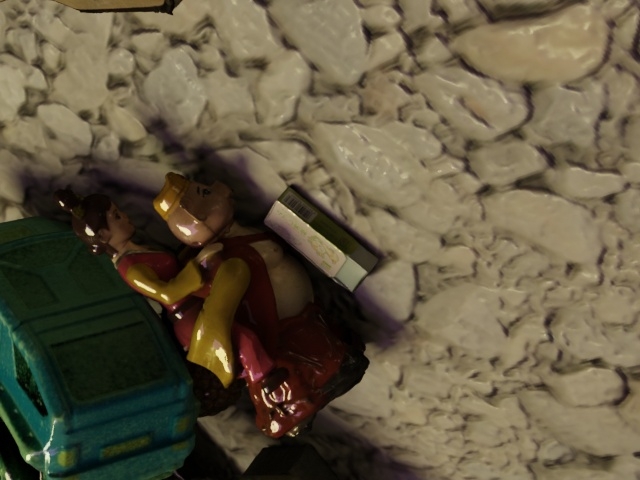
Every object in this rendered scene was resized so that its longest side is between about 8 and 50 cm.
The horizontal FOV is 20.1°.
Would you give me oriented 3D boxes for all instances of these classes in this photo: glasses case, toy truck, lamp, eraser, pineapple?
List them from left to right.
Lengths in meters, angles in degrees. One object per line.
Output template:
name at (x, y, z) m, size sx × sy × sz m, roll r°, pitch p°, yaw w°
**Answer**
toy truck at (-0.210, 0.085, 1.412) m, size 0.279 × 0.155 × 0.156 m, roll 49°, pitch 142°, yaw 41°
pineapple at (-0.104, 0.070, 1.443) m, size 0.074 × 0.074 × 0.159 m, roll 21°, pitch 141°, yaw 28°
lamp at (-0.075, 0.029, 1.324) m, size 0.253 × 0.118 × 0.118 m, roll 49°, pitch 148°, yaw -7°
eraser at (0.000, 0.000, 1.287) m, size 0.083 × 0.019 × 0.038 m, roll 38°, pitch 147°, yaw 2°
glasses case at (0.018, 0.265, 1.576) m, size 0.071 × 0.047 × 0.205 m, roll -12°, pitch 121°, yaw 51°

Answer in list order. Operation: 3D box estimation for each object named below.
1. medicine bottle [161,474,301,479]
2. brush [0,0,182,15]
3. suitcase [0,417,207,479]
medicine bottle at (-0.174, 0.265, 1.435) m, size 0.323 × 0.151 × 0.151 m, roll 0°, pitch 151°, yaw -14°
brush at (-0.172, -0.193, 1.203) m, size 0.070 × 0.065 × 0.327 m, roll 50°, pitch 157°, yaw -27°
suitcase at (-0.264, 0.275, 1.613) m, size 0.345 × 0.339 × 0.188 m, roll 51°, pitch 152°, yaw -17°
